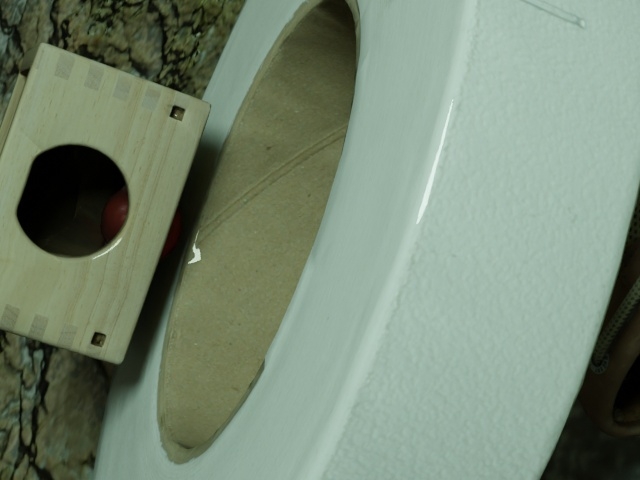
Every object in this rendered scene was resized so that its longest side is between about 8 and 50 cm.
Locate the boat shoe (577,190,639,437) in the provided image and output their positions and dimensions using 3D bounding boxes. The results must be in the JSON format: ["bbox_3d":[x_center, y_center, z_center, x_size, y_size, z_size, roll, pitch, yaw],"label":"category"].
[{"bbox_3d":[0.191,-0.043,0.452,0.324,0.123,0.116,-46,43,36],"label":"boat shoe"}]

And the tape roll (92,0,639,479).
[{"bbox_3d":[0.000,0.000,0.575,0.392,0.072,0.392,-57,21,37],"label":"tape roll"}]

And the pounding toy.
[{"bbox_3d":[-0.122,0.021,0.649,0.181,0.094,0.206,-160,89,-74],"label":"pounding toy"}]
